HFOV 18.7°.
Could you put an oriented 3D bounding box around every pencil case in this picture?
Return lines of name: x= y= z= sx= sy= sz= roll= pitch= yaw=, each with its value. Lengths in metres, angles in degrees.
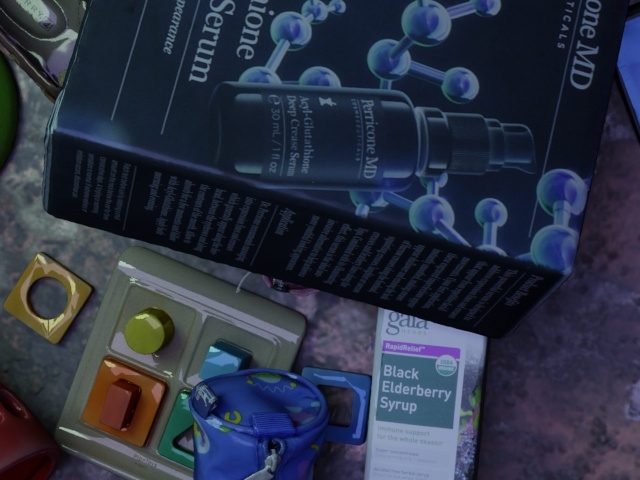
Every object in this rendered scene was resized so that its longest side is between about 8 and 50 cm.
pencil case: x=-0.064 y=0.259 z=1.628 sx=0.119 sy=0.133 sz=0.306 roll=3 pitch=107 yaw=-11

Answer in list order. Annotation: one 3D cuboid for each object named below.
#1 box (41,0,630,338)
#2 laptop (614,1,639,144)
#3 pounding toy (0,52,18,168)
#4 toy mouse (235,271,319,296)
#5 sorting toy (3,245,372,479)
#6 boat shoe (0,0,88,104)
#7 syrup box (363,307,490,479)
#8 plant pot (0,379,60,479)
box: x=0.013 y=-0.129 z=1.509 sx=0.395 sy=0.212 sz=0.294 roll=15 pitch=72 yaw=-5
laptop: x=0.372 y=-0.103 z=1.565 sx=0.234 sy=0.264 sz=0.137 roll=-21 pitch=124 yaw=11
pounding toy: x=-0.391 y=-0.131 z=1.715 sx=0.237 sy=0.110 sz=0.183 roll=35 pitch=97 yaw=7
toy mouse: x=0.000 y=0.000 z=1.688 sx=0.143 sy=0.031 sz=0.161 roll=36 pitch=97 yaw=8
sorting toy: x=-0.129 y=0.125 z=1.707 sx=0.347 sy=0.047 sz=0.196 roll=22 pitch=95 yaw=9
boat shoe: x=-0.180 y=-0.141 z=1.661 sx=0.342 sy=0.123 sz=0.123 roll=42 pitch=97 yaw=11
syrup box: x=0.089 y=0.156 z=1.644 sx=0.093 sy=0.096 sz=0.237 roll=6 pitch=93 yaw=8
plant pot: x=-0.348 y=0.177 z=1.682 sx=0.191 sy=0.191 sz=0.174 roll=-42 pitch=75 yaw=9
